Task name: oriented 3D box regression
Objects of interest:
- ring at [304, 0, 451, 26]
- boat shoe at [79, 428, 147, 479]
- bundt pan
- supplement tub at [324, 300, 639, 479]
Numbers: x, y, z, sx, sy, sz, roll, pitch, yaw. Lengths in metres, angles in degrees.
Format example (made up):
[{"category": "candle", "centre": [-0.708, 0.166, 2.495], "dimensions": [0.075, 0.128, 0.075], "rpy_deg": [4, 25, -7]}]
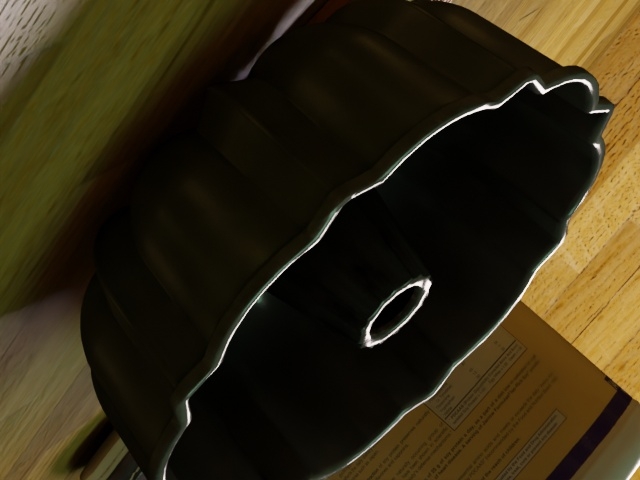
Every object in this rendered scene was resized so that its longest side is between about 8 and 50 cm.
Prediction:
[{"category": "ring", "centre": [0.007, -0.083, 1.198], "dimensions": [0.336, 0.032, 0.336], "rpy_deg": [-48, 173, -9]}, {"category": "boat shoe", "centre": [-0.119, 0.179, 1.577], "dimensions": [0.103, 0.092, 0.285], "rpy_deg": [-49, 173, 2]}, {"category": "bundt pan", "centre": [0.000, 0.000, 1.037], "dimensions": [0.331, 0.124, 0.331], "rpy_deg": [-38, 158, -19]}, {"category": "supplement tub", "centre": [0.079, 0.132, 1.565], "dimensions": [0.241, 0.331, 0.241], "rpy_deg": [-47, 173, -7]}]
